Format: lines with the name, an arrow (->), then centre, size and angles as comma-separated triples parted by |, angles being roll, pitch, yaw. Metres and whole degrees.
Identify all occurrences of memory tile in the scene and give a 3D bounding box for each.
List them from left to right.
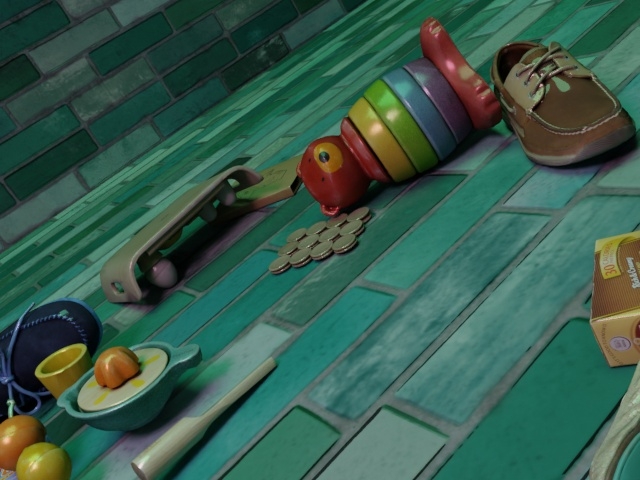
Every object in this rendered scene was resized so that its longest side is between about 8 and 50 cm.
memory tile -> 0.000, 0.000, 0.980 | 0.148, 0.012, 0.113 | -18, 25, 29

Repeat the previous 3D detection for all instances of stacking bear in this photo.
stacking bear -> 0.098, -0.155, 0.999 | 0.289, 0.175, 0.164 | -35, -16, 7

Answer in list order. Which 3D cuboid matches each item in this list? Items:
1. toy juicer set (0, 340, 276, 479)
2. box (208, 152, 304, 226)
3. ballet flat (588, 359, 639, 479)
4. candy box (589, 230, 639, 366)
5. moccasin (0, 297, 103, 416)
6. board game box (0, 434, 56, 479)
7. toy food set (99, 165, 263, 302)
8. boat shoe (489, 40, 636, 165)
toy juicer set -> -0.237, 0.182, 0.746 | 0.328, 0.090, 0.209 | -8, 25, 28
box -> -0.114, -0.104, 1.335 | 0.201, 0.021, 0.164 | -18, 25, 27
ballet flat -> 0.202, 0.128, 0.420 | 0.168, 0.057, 0.052 | -42, -4, -34
candy box -> 0.299, 0.027, 0.491 | 0.186, 0.053, 0.109 | -17, 26, 33
moccasin -> -0.455, 0.209, 0.983 | 0.342, 0.138, 0.117 | -37, 7, 22
board game box -> -0.382, 0.325, 0.741 | 0.160, 0.039, 0.211 | -30, 23, 3
toy food set -> -0.252, -0.007, 1.219 | 0.306, 0.092, 0.219 | -46, 17, -25
boat shoe -> 0.289, -0.189, 0.873 | 0.123, 0.116, 0.324 | -29, 22, 6
